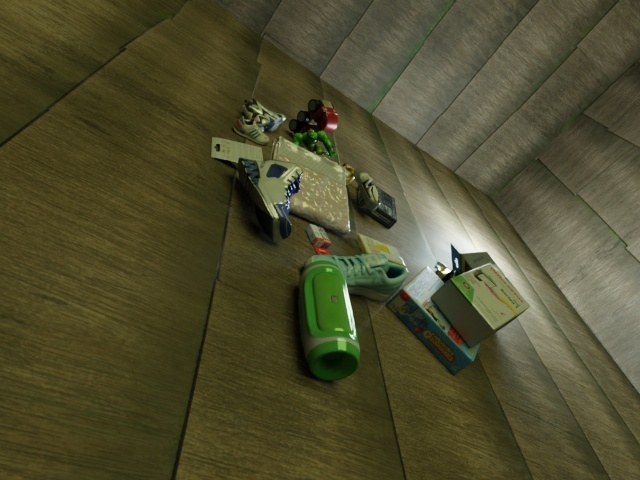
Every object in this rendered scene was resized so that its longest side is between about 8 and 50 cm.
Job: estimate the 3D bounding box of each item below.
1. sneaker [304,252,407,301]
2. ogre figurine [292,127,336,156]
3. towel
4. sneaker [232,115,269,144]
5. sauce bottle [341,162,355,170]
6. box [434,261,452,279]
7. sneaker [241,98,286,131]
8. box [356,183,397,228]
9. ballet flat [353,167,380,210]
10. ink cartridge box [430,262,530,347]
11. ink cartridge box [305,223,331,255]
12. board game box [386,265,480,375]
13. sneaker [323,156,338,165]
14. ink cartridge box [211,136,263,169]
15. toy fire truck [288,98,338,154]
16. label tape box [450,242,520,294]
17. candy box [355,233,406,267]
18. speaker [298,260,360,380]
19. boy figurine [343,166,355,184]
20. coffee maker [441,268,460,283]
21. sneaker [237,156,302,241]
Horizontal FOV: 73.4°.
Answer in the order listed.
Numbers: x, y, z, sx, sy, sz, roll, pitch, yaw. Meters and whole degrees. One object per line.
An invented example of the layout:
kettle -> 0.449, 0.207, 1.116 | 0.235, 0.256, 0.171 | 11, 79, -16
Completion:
sneaker -> 0.119, 0.081, 1.301 | 0.366, 0.150, 0.135 | 14, 36, -41
ogre figurine -> -0.041, -0.400, 1.800 | 0.097, 0.197, 0.118 | 47, 32, -76
towel -> -0.034, -0.201, 1.553 | 0.332, 0.053, 0.316 | 22, 50, -28
sneaker -> -0.256, -0.431, 1.674 | 0.161, 0.075, 0.057 | 17, 35, -37
sauce bottle -> 0.160, -0.326, 2.078 | 0.128, 0.042, 0.042 | 28, 30, -20
box -> 0.550, 0.170, 1.829 | 0.179, 0.043, 0.105 | 47, 28, 7
sneaker -> -0.251, -0.541, 1.824 | 0.153, 0.094, 0.235 | 50, 38, 1
box -> 0.254, -0.171, 1.945 | 0.184, 0.059, 0.232 | 33, 29, -14
ballet flat -> 0.203, -0.228, 1.811 | 0.072, 0.068, 0.213 | -2, 64, -33
ink cartridge box -> 0.533, 0.205, 1.426 | 0.278, 0.117, 0.201 | -12, 56, -42
ink cartridge box -> 0.000, 0.000, 1.403 | 0.063, 0.029, 0.115 | 15, 36, -40
board game box -> 0.405, 0.256, 1.467 | 0.302, 0.086, 0.308 | 47, 28, 12
sneaker -> 0.035, -0.342, 1.939 | 0.134, 0.051, 0.070 | 36, 26, -15
ink cartridge box -> -0.288, -0.288, 1.483 | 0.180, 0.045, 0.145 | 7, 39, -19
toy fire truck -> -0.020, -0.475, 1.918 | 0.159, 0.217, 0.246 | -7, 69, -48
label tape box -> 0.687, 0.167, 1.815 | 0.333, 0.106, 0.240 | 64, 1, 37
candy box -> 0.229, 0.043, 1.629 | 0.206, 0.027, 0.105 | 20, 36, -34
speaker -> 0.016, 0.183, 1.047 | 0.131, 0.131, 0.296 | 26, 30, -25
boy figurine -> 0.049, -0.273, 1.809 | 0.285, 0.092, 0.177 | 2, 43, -46
coffee maker -> 0.549, 0.198, 1.644 | 0.178, 0.171, 0.120 | 44, 0, 2
sneaker -> -0.123, -0.157, 1.303 | 0.183, 0.127, 0.315 | -14, 52, -20
